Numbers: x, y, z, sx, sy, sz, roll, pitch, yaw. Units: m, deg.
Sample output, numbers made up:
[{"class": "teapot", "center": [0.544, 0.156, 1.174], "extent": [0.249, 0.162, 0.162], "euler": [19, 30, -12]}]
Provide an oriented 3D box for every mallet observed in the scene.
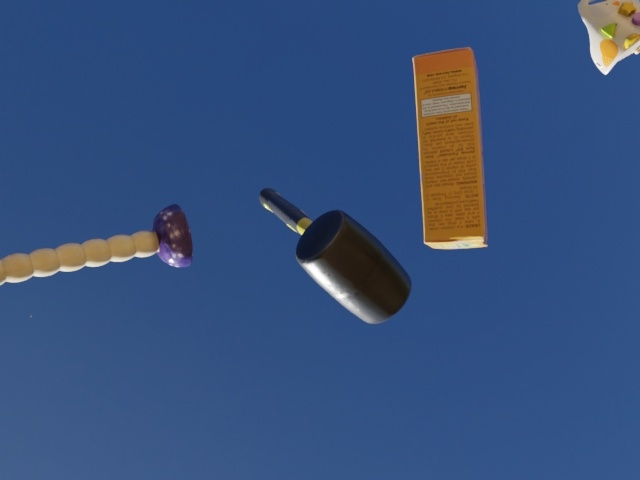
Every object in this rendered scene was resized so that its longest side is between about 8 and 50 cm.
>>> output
[{"class": "mallet", "center": [0.000, 0.000, 0.447], "extent": [0.062, 0.189, 0.039], "euler": [43, -91, -18]}]

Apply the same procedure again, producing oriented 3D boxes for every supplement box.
[{"class": "supplement box", "center": [0.160, -0.108, 0.863], "extent": [0.080, 0.078, 0.233], "euler": [-6, -99, 16]}]

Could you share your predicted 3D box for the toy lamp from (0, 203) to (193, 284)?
[{"class": "toy lamp", "center": [-0.268, 0.021, 0.702], "extent": [0.274, 0.080, 0.080], "euler": [-14, -90, -27]}]

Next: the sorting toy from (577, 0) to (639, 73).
[{"class": "sorting toy", "center": [0.297, -0.220, 0.698], "extent": [0.083, 0.045, 0.075], "euler": [-30, -111, -9]}]
